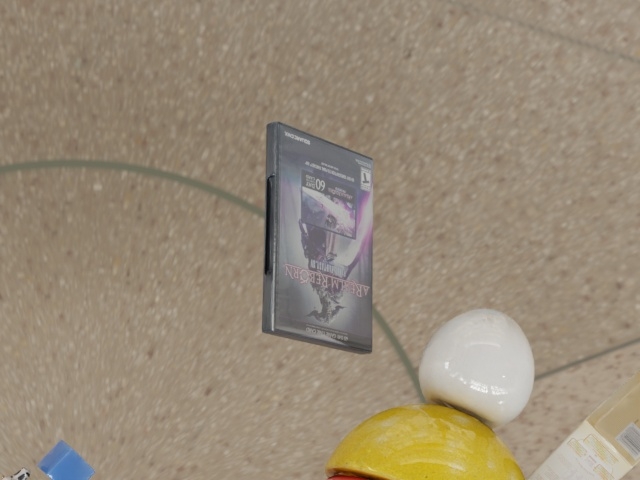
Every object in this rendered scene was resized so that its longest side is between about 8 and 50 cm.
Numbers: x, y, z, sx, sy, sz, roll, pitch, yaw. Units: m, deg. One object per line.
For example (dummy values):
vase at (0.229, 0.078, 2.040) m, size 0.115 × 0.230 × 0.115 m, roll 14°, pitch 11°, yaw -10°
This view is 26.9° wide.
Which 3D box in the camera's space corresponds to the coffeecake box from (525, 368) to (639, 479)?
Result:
coffeecake box at (0.283, 0.233, 1.406) m, size 0.068 × 0.185 × 0.142 m, roll 46°, pitch 42°, yaw 14°

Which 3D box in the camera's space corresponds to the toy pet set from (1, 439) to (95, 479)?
toy pet set at (-0.319, 0.302, 1.579) m, size 0.122 × 0.065 × 0.114 m, roll 38°, pitch 74°, yaw 20°

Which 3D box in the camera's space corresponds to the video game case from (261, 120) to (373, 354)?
video game case at (0.000, 0.000, 1.743) m, size 0.196 × 0.026 × 0.274 m, roll 17°, pitch 67°, yaw -46°

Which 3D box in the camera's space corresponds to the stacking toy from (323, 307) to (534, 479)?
stacking toy at (0.095, 0.281, 1.297) m, size 0.351 × 0.350 × 0.479 m, roll 26°, pitch 73°, yaw -4°
